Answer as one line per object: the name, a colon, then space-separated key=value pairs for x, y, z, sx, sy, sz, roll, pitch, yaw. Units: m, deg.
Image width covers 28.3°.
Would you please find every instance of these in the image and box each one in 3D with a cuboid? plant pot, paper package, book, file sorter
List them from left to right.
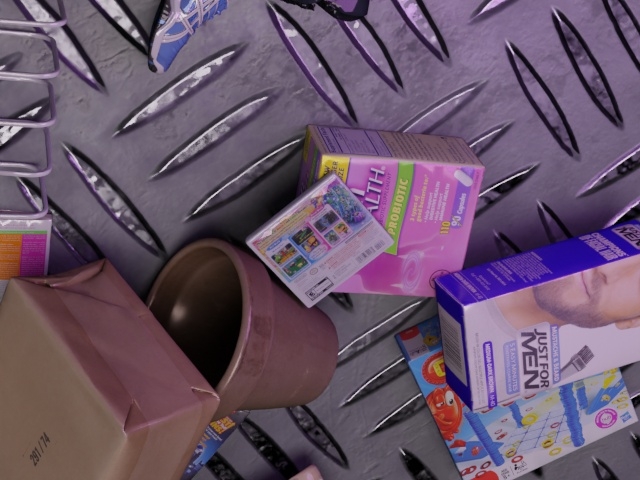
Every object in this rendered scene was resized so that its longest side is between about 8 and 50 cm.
file sorter: x=-0.427 y=-0.182 z=1.626 sx=0.173 sy=0.193 sz=0.277 roll=3 pitch=115 yaw=-17
book: x=-0.437 y=0.029 z=1.816 sx=0.096 sy=0.035 sz=0.144 roll=3 pitch=115 yaw=-17
paper package: x=-0.333 y=0.244 z=1.752 sx=0.168 sy=0.309 sz=0.325 roll=-14 pitch=142 yaw=-46
plant pot: x=-0.101 y=0.147 z=1.843 sx=0.229 sy=0.263 sz=0.263 roll=18 pitch=112 yaw=-38

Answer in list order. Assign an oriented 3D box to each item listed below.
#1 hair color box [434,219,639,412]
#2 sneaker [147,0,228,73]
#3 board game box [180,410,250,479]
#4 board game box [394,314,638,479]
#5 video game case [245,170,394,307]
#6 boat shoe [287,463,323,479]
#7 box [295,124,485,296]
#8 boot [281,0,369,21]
hair color box: x=0.348 y=0.109 z=1.868 sx=0.339 sy=0.110 sz=0.185 roll=-17 pitch=117 yaw=-15
sneaker: x=-0.167 y=-0.309 z=1.677 sx=0.081 sy=0.080 sz=0.211 roll=22 pitch=111 yaw=-18
board game box: x=-0.217 y=0.276 z=1.968 sx=0.194 sy=0.060 sz=0.194 roll=-37 pitch=117 yaw=6
board game box: x=0.318 y=0.222 z=2.038 sx=0.308 sy=0.086 sz=0.302 roll=-26 pitch=118 yaw=2
video game case: x=0.000 y=0.000 z=1.767 sx=0.157 sy=0.019 sz=0.143 roll=-38 pitch=116 yaw=10
boat shoe: x=-0.123 y=0.454 z=2.062 sx=0.302 sy=0.109 sz=0.098 roll=-25 pitch=82 yaw=14
box: x=0.090 y=-0.040 z=1.843 sx=0.243 sy=0.117 sz=0.213 roll=4 pitch=115 yaw=-13
boot: x=0.071 y=-0.393 z=1.675 sx=0.247 sy=0.094 sz=0.207 roll=7 pitch=111 yaw=-7
